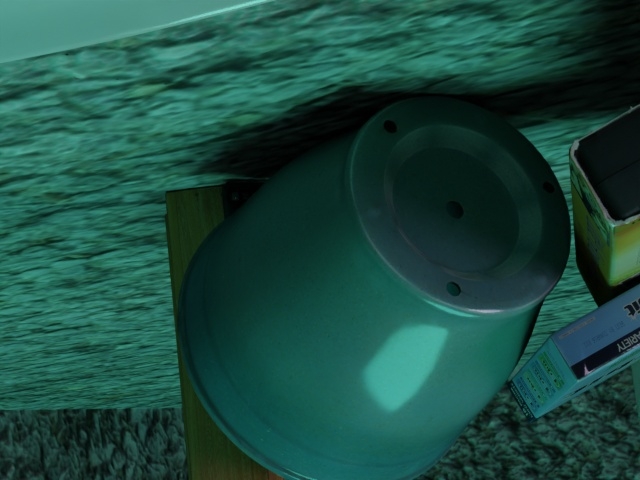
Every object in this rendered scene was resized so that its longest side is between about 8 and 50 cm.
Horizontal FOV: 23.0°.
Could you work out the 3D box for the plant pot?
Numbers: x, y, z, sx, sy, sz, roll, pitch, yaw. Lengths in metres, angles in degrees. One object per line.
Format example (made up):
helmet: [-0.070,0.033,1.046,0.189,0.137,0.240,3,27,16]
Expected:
plant pot: [0.057,0.029,1.226,0.271,0.272,0.255,-1,154,-26]

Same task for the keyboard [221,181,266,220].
keyboard: [0.000,0.000,1.393,0.180,0.108,0.023,-1,168,-27]

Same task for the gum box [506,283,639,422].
gum box: [0.229,0.069,1.179,0.157,0.041,0.184,-28,167,-10]

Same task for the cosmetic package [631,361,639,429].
cosmetic package: [0.527,0.116,1.539,0.329,0.394,0.327,0,168,-25]

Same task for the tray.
tray: [-0.080,0.172,1.443,0.076,0.411,0.203,-6,169,2]

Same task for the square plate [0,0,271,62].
square plate: [-0.181,-0.148,0.676,0.347,0.049,0.344,-10,168,19]

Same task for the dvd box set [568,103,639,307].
dvd box set: [0.313,-0.068,1.064,0.307,0.062,0.420,-30,167,4]
